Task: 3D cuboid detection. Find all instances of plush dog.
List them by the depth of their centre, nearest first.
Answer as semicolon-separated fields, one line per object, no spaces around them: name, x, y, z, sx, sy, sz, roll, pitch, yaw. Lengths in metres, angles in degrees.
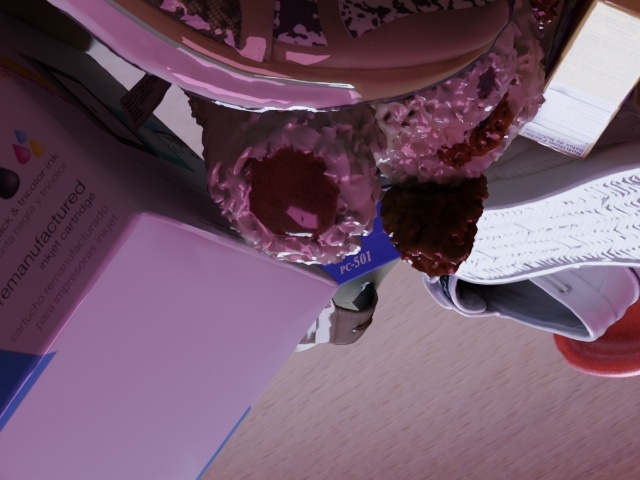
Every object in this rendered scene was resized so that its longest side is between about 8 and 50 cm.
plush dog;0.033;-0.108;1.134;0.225;0.262;0.210;21;180;-35

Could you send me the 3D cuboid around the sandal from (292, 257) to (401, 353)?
sandal;0.005;0.057;1.694;0.120;0.086;0.303;-4;159;-11

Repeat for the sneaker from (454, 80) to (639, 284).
sneaker;0.216;-0.066;1.328;0.292;0.169;0.108;-5;133;37

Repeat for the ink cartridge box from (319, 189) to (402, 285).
ink cartridge box;0.000;0.000;1.444;0.097;0.046;0.207;-24;-174;-9

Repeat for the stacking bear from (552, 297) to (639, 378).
stacking bear;0.332;-0.006;1.529;0.289;0.175;0.164;-14;-167;-39

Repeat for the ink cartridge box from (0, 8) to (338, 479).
ink cartridge box;-0.176;0.007;1.152;0.198;0.270;0.197;-54;146;9

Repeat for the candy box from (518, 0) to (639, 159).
candy box;0.179;-0.138;1.195;0.053;0.109;0.187;22;157;-2

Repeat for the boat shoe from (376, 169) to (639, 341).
boat shoe;0.119;0.015;1.463;0.267;0.088;0.096;19;148;38

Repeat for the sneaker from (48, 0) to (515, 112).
sneaker;-0.071;-0.191;0.851;0.410;0.158;0.182;20;133;-23
